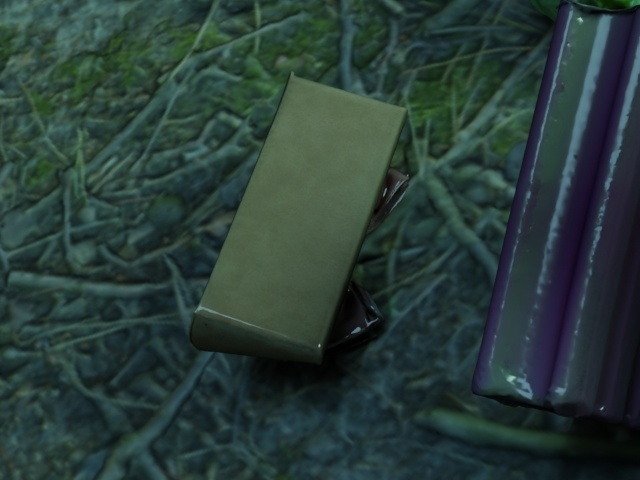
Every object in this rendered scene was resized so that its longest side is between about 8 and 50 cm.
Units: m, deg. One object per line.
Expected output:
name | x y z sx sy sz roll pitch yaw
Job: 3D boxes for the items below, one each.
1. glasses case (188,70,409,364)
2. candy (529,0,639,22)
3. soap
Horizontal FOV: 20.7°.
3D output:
glasses case | 0.000 0.000 1.045 0.102 0.070 0.193 17 58 4
candy | 0.214 -0.069 0.969 0.119 0.119 0.440 -25 54 7
soap | 0.148 -0.008 0.880 0.065 0.122 0.203 11 84 38
